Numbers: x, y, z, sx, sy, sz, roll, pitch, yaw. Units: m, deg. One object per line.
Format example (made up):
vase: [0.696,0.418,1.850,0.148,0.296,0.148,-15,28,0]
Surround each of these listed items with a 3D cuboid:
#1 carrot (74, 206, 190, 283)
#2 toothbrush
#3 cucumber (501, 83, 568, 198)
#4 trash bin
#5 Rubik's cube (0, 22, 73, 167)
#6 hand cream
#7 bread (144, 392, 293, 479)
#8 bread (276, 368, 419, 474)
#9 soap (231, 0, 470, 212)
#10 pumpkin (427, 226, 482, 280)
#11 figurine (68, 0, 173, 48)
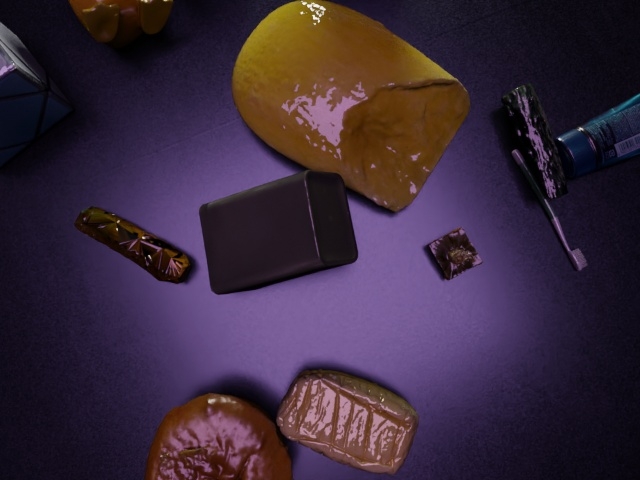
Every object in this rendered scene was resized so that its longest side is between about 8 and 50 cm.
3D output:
carrot: [-0.348,0.006,0.939,0.229,0.069,0.068,29,86,4]
toothbrush: [0.430,-0.060,0.955,0.024,0.018,0.257,-28,85,-5]
cucumber: [0.405,-0.180,0.930,0.062,0.078,0.211,-27,81,27]
trash bin: [-0.073,-0.013,0.848,0.241,0.122,0.163,-17,82,37]
Rubik's cube: [-0.619,-0.280,0.897,0.205,0.205,0.207,-38,84,-3]
hand cream: [0.569,-0.203,0.951,0.271,0.061,0.120,-24,86,-6]
bread: [-0.167,0.387,0.863,0.269,0.146,0.268,0,87,-2]
bread: [0.047,0.308,0.883,0.237,0.106,0.139,20,87,3]
soap: [0.045,-0.266,0.932,0.428,0.115,0.306,30,89,3]
pumpkin: [0.247,0.025,0.933,0.074,0.054,0.083,-31,90,2]
figurine: [-0.401,-0.471,0.931,0.215,0.215,0.228,-21,96,-1]
